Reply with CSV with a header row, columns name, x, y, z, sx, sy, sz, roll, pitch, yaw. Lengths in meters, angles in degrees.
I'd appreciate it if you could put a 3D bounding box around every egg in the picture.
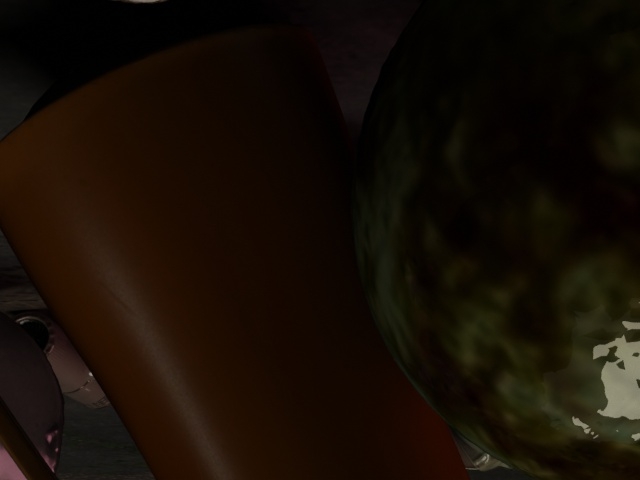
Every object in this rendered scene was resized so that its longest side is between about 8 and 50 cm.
name,x,y,z,sx,sy,sz,roll,pitch,yaw
egg,0.139,-0.030,0.454,0.238,0.238,0.289,7,137,-24

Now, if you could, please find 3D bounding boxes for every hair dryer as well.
name,x,y,z,sx,sy,sz,roll,pitch,yaw
hair dryer,-0.161,0.110,1.100,0.220,0.053,0.195,-6,160,8

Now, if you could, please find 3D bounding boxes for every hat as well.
name,x,y,z,sx,sy,sz,roll,pitch,yaw
hat,0.207,0.255,1.546,0.166,0.081,0.122,15,-162,-5

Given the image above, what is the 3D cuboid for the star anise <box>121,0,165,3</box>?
name,x,y,z,sx,sy,sz,roll,pitch,yaw
star anise,-0.124,-0.133,0.409,0.208,0.063,0.172,-8,156,27

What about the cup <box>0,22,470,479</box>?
name,x,y,z,sx,sy,sz,roll,pitch,yaw
cup,-0.060,0.040,0.558,0.226,0.264,0.182,-23,172,-17

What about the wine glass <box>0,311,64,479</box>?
name,x,y,z,sx,sy,sz,roll,pitch,yaw
wine glass,-0.367,0.088,0.763,0.267,0.267,0.406,-5,155,8
